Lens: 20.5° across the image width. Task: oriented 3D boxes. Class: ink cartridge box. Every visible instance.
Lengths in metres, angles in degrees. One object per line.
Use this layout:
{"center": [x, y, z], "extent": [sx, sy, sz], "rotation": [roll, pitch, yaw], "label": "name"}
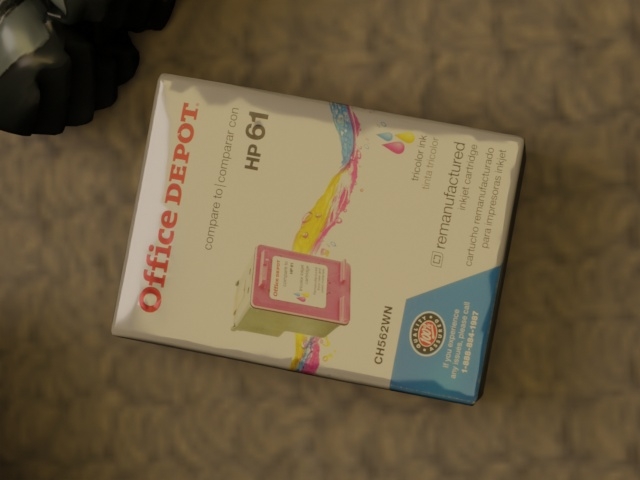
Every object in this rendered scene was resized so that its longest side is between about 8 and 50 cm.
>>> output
{"center": [0.000, 0.000, 0.582], "extent": [0.122, 0.052, 0.089], "rotation": [10, 89, 8], "label": "ink cartridge box"}

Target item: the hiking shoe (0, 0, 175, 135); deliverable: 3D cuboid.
{"center": [-0.067, -0.188, 0.566], "extent": [0.132, 0.113, 0.304], "rotation": [31, 92, 6], "label": "hiking shoe"}
